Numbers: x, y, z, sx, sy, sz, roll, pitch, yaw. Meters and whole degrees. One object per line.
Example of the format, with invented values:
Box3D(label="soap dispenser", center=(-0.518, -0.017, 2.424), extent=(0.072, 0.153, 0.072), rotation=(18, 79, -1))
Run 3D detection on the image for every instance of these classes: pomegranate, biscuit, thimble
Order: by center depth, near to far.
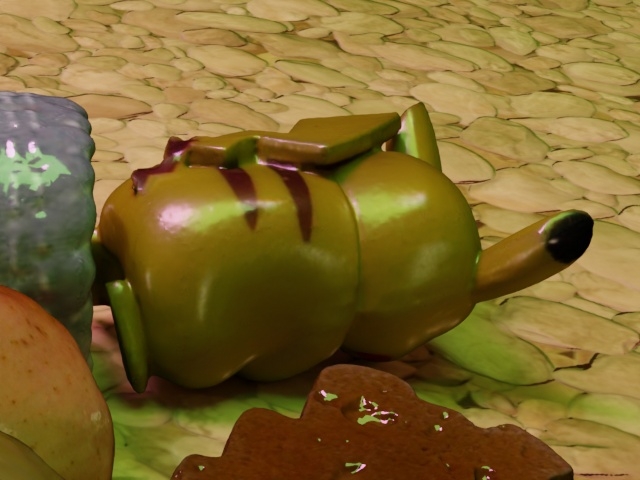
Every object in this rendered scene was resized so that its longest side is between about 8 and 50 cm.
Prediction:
Box3D(label="pomegranate", center=(-0.206, 0.112, 1.005), extent=(0.191, 0.191, 0.191), rotation=(8, 24, -3))
Box3D(label="biscuit", center=(0.018, 0.165, 1.130), extent=(0.301, 0.043, 0.278), rotation=(-8, 31, -31))
Box3D(label="thimble", center=(-0.227, 0.008, 1.182), extent=(0.171, 0.205, 0.250), rotation=(-2, -7, -10))

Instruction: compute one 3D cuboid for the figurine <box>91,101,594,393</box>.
Box3D(label="figurine", center=(-0.007, 0.001, 1.333), extent=(0.326, 0.169, 0.218), rotation=(-2, 31, -23))

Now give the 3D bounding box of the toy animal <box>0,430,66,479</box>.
Box3D(label="toy animal", center=(-0.199, 0.239, 0.761), extent=(0.181, 0.180, 0.363), rotation=(7, 45, 12))
